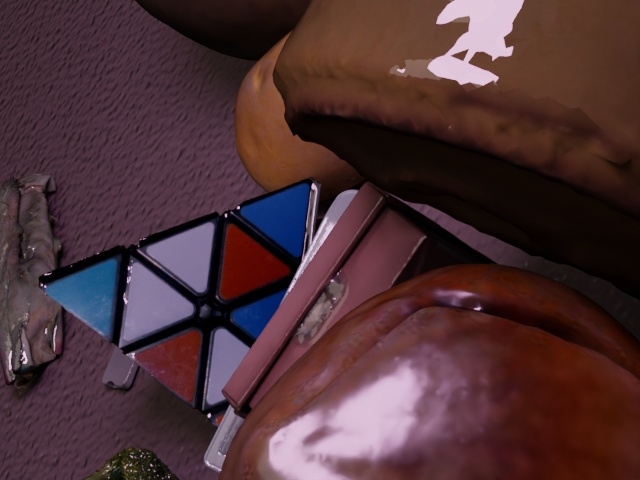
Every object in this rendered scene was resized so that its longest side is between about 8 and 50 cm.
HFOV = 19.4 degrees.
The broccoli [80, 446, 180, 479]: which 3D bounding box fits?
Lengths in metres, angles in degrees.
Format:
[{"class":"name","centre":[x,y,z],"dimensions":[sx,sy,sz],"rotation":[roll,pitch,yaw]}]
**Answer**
[{"class":"broccoli","centre":[-0.191,0.276,1.792],"dimensions":[0.146,0.138,0.162],"rotation":[105,168,-73]}]

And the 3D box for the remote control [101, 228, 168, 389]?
[{"class":"remote control","centre":[-0.193,0.071,2.023],"dimensions":[0.050,0.027,0.184],"rotation":[2,69,52]}]

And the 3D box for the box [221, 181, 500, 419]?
[{"class":"box","centre":[0.061,0.092,1.540],"dimensions":[0.215,0.215,0.086],"rotation":[-55,46,4]}]

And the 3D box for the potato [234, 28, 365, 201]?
[{"class":"potato","centre":[0.004,-0.133,1.819],"dimensions":[0.234,0.146,0.150],"rotation":[-38,49,31]}]

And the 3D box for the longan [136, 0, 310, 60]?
[{"class":"longan","centre":[-0.050,-0.360,1.884],"dimensions":[0.361,0.361,0.361],"rotation":[-30,45,35]}]

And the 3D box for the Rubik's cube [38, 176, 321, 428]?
[{"class":"Rubik's cube","centre":[-0.074,0.032,1.828],"dimensions":[0.234,0.284,0.250],"rotation":[-52,-1,5]}]

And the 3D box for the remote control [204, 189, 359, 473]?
[{"class":"remote control","centre":[0.003,0.098,1.723],"dimensions":[0.103,0.051,0.293],"rotation":[24,80,19]}]

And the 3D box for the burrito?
[{"class":"burrito","centre":[-0.345,0.039,2.200],"dimensions":[0.096,0.066,0.309],"rotation":[-43,38,31]}]

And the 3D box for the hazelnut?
[{"class":"hazelnut","centre":[0.096,0.217,1.322],"dimensions":[0.359,0.359,0.409],"rotation":[7,79,52]}]

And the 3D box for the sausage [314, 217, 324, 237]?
[{"class":"sausage","centre":[0.000,0.000,1.825],"dimensions":[0.131,0.041,0.039],"rotation":[-11,71,48]}]

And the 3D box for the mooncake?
[{"class":"mooncake","centre":[0.179,-0.110,1.365],"dimensions":[0.394,0.393,0.246],"rotation":[21,87,20]}]
